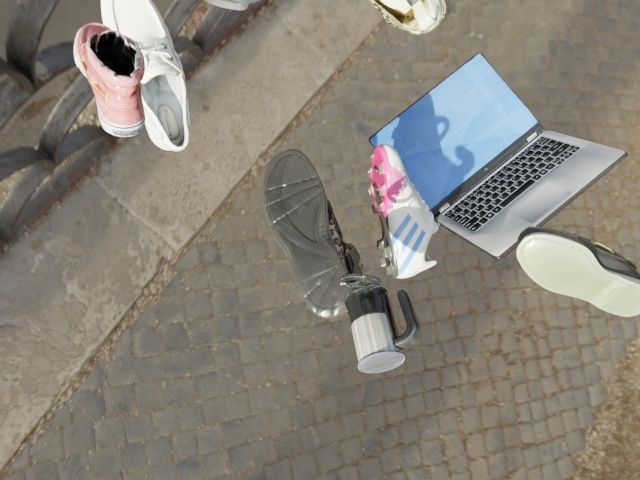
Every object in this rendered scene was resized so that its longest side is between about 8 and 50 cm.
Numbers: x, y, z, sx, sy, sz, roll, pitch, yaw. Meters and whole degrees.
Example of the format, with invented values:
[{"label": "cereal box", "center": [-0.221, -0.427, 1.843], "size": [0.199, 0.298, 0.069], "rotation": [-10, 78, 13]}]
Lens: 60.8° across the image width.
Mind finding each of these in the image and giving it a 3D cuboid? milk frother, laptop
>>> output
[{"label": "milk frother", "center": [0.085, 0.137, 0.944], "size": [0.143, 0.129, 0.134], "rotation": [20, 44, -35]}, {"label": "laptop", "center": [0.401, -0.222, 1.303], "size": [0.382, 0.408, 0.236], "rotation": [-39, 121, -4]}]

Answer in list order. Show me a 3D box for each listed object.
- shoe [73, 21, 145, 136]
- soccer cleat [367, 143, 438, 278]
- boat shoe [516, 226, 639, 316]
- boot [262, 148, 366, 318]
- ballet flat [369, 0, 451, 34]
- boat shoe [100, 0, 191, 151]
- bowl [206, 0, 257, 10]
[{"label": "shoe", "center": [-0.229, -0.202, 0.596], "size": [0.064, 0.081, 0.178], "rotation": [-10, 57, -27]}, {"label": "soccer cleat", "center": [0.195, -0.070, 1.251], "size": [0.143, 0.116, 0.331], "rotation": [-13, 116, -8]}, {"label": "boat shoe", "center": [0.362, 0.034, 0.764], "size": [0.228, 0.081, 0.068], "rotation": [25, 37, -16]}, {"label": "boot", "center": [0.000, 0.000, 1.254], "size": [0.138, 0.284, 0.377], "rotation": [-25, 76, 8]}, {"label": "ballet flat", "center": [0.226, -0.685, 1.540], "size": [0.483, 0.164, 0.182], "rotation": [15, 39, -40]}, {"label": "boat shoe", "center": [-0.266, -0.278, 0.882], "size": [0.098, 0.096, 0.277], "rotation": [-26, 115, -19]}, {"label": "bowl", "center": [-0.139, -0.399, 0.821], "size": [0.170, 0.170, 0.080], "rotation": [10, 100, -19]}]
